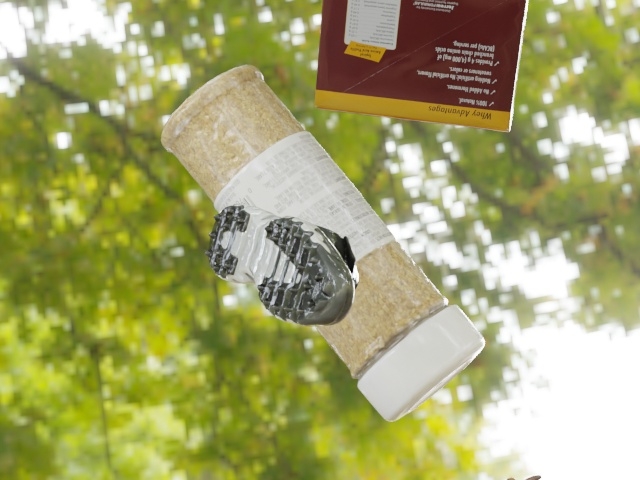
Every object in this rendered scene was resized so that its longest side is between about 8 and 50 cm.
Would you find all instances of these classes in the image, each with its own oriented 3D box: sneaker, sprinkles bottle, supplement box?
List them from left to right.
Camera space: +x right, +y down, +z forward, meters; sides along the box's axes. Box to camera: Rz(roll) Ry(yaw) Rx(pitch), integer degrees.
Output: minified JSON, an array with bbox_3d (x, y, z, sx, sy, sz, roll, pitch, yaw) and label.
[{"bbox_3d":[-0.006,0.022,1.422,0.106,0.078,0.234,14,5,-24],"label":"sneaker"},{"bbox_3d":[0.000,0.000,1.685,0.121,0.355,0.121,-38,-10,-8],"label":"sprinkles bottle"},{"bbox_3d":[0.102,-0.226,1.709,0.191,0.129,0.194,7,-63,4],"label":"supplement box"}]

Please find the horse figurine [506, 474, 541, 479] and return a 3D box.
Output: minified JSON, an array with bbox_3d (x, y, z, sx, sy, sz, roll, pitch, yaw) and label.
[{"bbox_3d":[0.013,0.226,1.254,0.263,0.066,0.174,-12,1,-36],"label":"horse figurine"}]
